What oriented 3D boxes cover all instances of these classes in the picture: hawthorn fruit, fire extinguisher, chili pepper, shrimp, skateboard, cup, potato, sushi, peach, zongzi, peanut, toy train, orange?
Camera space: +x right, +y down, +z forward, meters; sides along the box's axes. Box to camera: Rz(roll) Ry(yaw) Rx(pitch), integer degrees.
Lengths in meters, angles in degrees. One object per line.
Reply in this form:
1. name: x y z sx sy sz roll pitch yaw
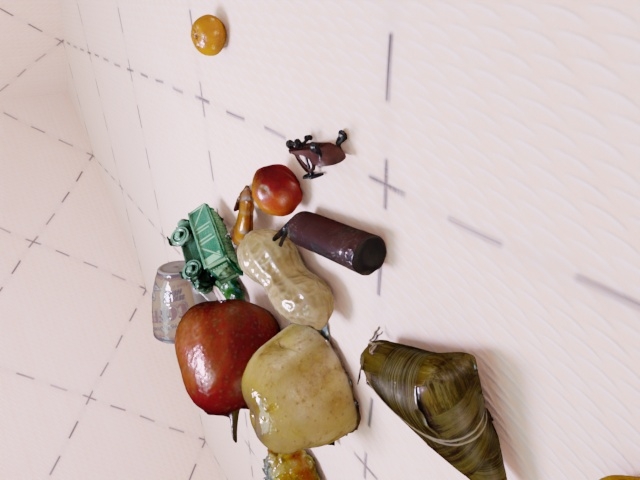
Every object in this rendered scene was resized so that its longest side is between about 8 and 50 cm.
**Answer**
1. hawthorn fruit: -0.234 0.330 1.179 0.285 0.285 0.369 126 137 -54
2. fire extinguisher: 0.000 0.000 0.830 0.072 0.089 0.268 36 172 -38
3. chili pepper: -0.302 0.135 1.418 0.224 0.061 0.098 36 140 46
4. shrimp: -0.199 -0.044 1.137 0.248 0.068 0.150 129 147 -61
5. skateboard: -0.008 -0.146 0.796 0.151 0.067 0.080 21 134 59
6. cup: -0.476 0.219 1.627 0.301 0.227 0.257 9 113 24
7. potato: -0.063 0.338 0.998 0.285 0.242 0.242 65 149 9
8. sushi: -0.074 0.724 1.309 0.274 0.139 0.184 67 152 18
9. peach: -0.090 -0.101 0.901 0.101 0.101 0.100 35 135 45
10. zongzi: 0.167 0.275 0.711 0.248 0.111 0.241 -6 108 64
11. peanut: -0.076 0.073 0.965 0.298 0.120 0.136 45 146 32
12. toy train: -0.321 0.026 1.251 0.269 0.154 0.115 60 178 38
13. orange: -0.245 -0.447 0.982 0.083 0.070 0.083 29 129 43

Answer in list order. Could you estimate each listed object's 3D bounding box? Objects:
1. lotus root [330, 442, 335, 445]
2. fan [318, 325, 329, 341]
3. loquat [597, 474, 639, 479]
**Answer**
1. lotus root: -0.041 0.456 1.155 0.191 0.108 0.094 28 167 36
2. fan: -0.028 0.171 1.045 0.240 0.009 0.131 65 151 8
3. loquat: 0.335 0.313 0.459 0.137 0.113 0.137 -9 78 45
